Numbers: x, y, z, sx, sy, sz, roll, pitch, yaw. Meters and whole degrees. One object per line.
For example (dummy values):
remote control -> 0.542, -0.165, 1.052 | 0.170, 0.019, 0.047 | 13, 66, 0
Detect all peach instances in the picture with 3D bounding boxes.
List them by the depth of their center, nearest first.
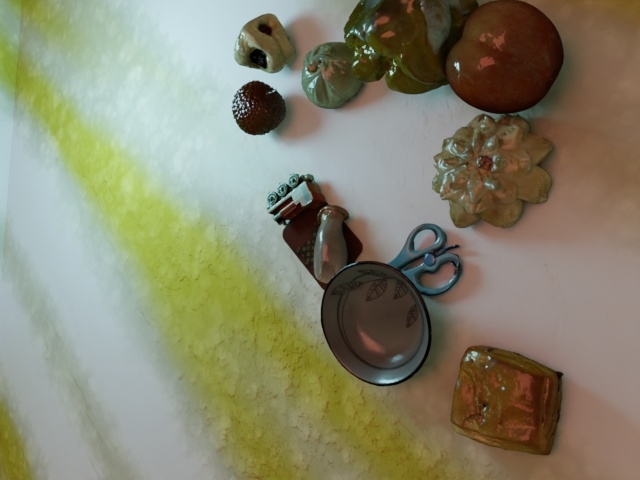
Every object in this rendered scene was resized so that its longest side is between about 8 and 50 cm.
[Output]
peach -> 0.412, -0.402, 1.555 | 0.252, 0.252, 0.253 | -8, 77, 38

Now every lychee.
lychee -> -0.181, -0.399, 2.081 | 0.197, 0.165, 0.165 | -48, 55, 41

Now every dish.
dish -> 0.152, 0.194, 1.717 | 0.316, 0.106, 0.317 | 8, 104, 35

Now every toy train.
toy train -> -0.079, -0.114, 2.001 | 0.176, 0.074, 0.118 | -36, 60, 27

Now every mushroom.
mushroom -> 0.027, 0.011, 1.880 | 0.097, 0.088, 0.213 | 137, 135, -64

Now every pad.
pad -> 0.000, 0.000, 1.962 | 0.181, 0.004, 0.267 | -53, 54, 18

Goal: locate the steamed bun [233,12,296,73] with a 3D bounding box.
steamed bun -> -0.156, -0.580, 2.114 | 0.155, 0.172, 0.141 | 39, 149, 11

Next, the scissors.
scissors -> 0.185, 0.092, 1.776 | 0.392, 0.032, 0.180 | -28, 67, 32

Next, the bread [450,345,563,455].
bread -> 0.396, 0.345, 1.514 | 0.235, 0.099, 0.211 | 9, 87, 40

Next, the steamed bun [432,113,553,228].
steamed bun -> 0.370, -0.163, 1.610 | 0.295, 0.137, 0.292 | 47, 114, 32

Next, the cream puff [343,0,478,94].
cream puff -> 0.237, -0.514, 1.717 | 0.378, 0.275, 0.378 | -44, 23, 24

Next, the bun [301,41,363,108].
bun -> 0.027, -0.467, 1.955 | 0.195, 0.118, 0.196 | -8, 76, 34
